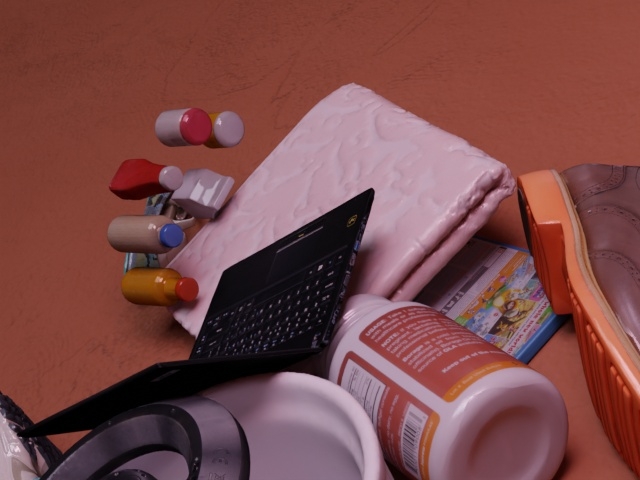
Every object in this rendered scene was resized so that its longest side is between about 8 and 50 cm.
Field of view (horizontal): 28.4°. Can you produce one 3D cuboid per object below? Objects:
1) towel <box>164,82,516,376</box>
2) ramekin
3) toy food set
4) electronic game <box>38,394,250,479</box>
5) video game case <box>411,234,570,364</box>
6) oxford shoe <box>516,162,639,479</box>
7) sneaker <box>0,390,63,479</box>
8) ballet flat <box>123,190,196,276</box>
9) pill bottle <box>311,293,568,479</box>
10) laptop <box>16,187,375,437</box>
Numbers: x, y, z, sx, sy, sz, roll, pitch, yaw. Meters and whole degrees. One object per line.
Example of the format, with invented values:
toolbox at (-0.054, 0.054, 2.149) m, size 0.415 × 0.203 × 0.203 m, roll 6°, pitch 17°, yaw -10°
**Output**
towel at (0.000, 0.000, 1.240) m, size 0.317 × 0.053 × 0.332 m, roll -47°, pitch 32°, yaw -2°
ramekin at (-0.056, 0.242, 0.929) m, size 0.277 × 0.135 × 0.277 m, roll -21°, pitch 34°, yaw 15°
toy food set at (-0.139, -0.050, 1.305) m, size 0.104 × 0.111 × 0.232 m, roll 2°, pitch 57°, yaw 50°
electronic game at (-0.144, 0.202, 0.882) m, size 0.229 × 0.048 × 0.229 m, roll -29°, pitch 30°, yaw 19°
video game case at (0.150, 0.052, 1.127) m, size 0.119 × 0.015 × 0.166 m, roll -44°, pitch 34°, yaw -20°
oxford shoe at (0.251, 0.048, 0.949) m, size 0.133 × 0.130 × 0.363 m, roll -15°, pitch 39°, yaw 2°
sneaker at (-0.299, 0.240, 1.166) m, size 0.122 × 0.110 × 0.283 m, roll -38°, pitch 32°, yaw -4°
ballet flat at (-0.178, -0.012, 1.452) m, size 0.070 × 0.070 × 0.188 m, roll -18°, pitch 38°, yaw 21°
pill bottle at (0.083, 0.119, 0.991) m, size 0.121 × 0.121 × 0.216 m, roll -39°, pitch 33°, yaw -12°
laptop at (-0.102, 0.061, 1.073) m, size 0.234 × 0.136 × 0.264 m, roll -28°, pitch 34°, yaw 46°
